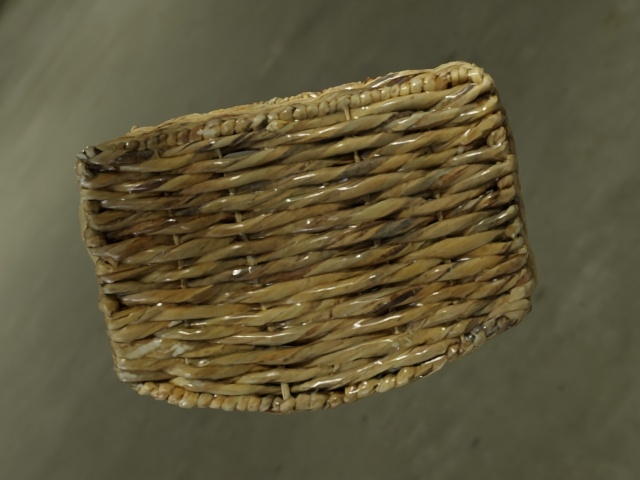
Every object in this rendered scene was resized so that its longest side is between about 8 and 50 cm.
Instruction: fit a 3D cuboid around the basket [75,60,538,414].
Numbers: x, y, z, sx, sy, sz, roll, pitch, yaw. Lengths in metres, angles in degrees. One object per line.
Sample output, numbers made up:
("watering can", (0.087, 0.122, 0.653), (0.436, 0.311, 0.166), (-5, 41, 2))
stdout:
("basket", (0.000, 0.000, 1.267), (0.299, 0.213, 0.223), (-12, 6, 4))
